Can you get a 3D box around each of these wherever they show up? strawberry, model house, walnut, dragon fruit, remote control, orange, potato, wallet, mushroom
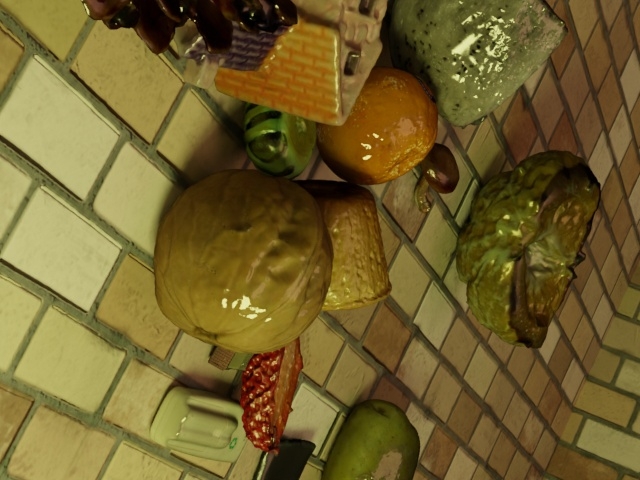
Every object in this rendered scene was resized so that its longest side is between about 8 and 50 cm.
[{"bbox_3d":[-0.080,0.199,1.789,0.121,0.082,0.188,65,34,-63],"label":"strawberry"},{"bbox_3d":[-0.039,-0.260,1.423,0.237,0.202,0.237,-2,110,-62],"label":"model house"},{"bbox_3d":[-0.116,0.130,1.744,0.058,0.057,0.083,12,120,-38],"label":"model house"},{"bbox_3d":[-0.089,0.023,1.540,0.228,0.228,0.228,-42,143,-42],"label":"walnut"},{"bbox_3d":[0.186,-0.309,1.824,0.221,0.204,0.283,-50,-160,11],"label":"dragon fruit"},{"bbox_3d":[-0.153,0.255,1.759,0.090,0.049,0.230,-65,155,-3],"label":"remote control"},{"bbox_3d":[0.365,-0.002,2.371,0.271,0.210,0.368,19,93,-62],"label":"orange"},{"bbox_3d":[0.076,-0.159,1.757,0.177,0.155,0.177,-35,174,-4],"label":"orange"},{"bbox_3d":[0.085,0.399,2.211,0.228,0.148,0.197,-59,167,-25],"label":"potato"},{"bbox_3d":[-0.093,0.447,2.037,0.146,0.030,0.285,21,89,-61],"label":"wallet"},{"bbox_3d":[0.194,-0.103,2.132,0.088,0.073,0.129,-85,179,-55],"label":"mushroom"}]

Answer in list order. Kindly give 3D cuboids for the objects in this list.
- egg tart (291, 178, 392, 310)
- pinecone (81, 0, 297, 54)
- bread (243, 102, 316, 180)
[{"bbox_3d":[0.000,0.000,1.722,0.202,0.202,0.147,-19,114,-57],"label":"egg tart"},{"bbox_3d":[-0.101,-0.315,1.171,0.242,0.296,0.298,-98,170,-65],"label":"pinecone"},{"bbox_3d":[-0.054,-0.138,1.610,0.130,0.071,0.139,60,29,-53],"label":"bread"}]
